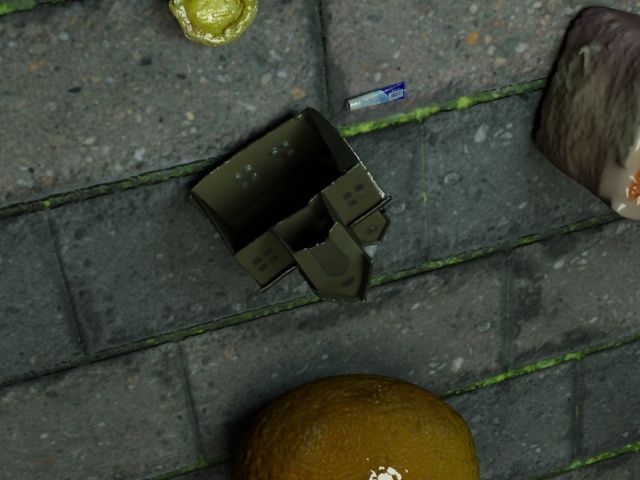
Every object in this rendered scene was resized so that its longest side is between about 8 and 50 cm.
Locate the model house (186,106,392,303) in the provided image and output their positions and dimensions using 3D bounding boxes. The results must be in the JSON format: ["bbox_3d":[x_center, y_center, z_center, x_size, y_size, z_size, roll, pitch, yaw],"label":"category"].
[{"bbox_3d":[0.000,0.000,1.395,0.211,0.204,0.243,-35,143,3],"label":"model house"}]

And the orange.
[{"bbox_3d":[0.055,0.350,1.552,0.357,0.322,0.322,-9,123,-27],"label":"orange"}]

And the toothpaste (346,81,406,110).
[{"bbox_3d":[0.073,-0.183,1.405,0.083,0.015,0.024,-18,124,-16],"label":"toothpaste"}]

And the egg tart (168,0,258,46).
[{"bbox_3d":[-0.124,-0.275,1.257,0.105,0.039,0.105,-10,123,-15],"label":"egg tart"}]

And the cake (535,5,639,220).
[{"bbox_3d":[0.469,-0.159,1.442,0.309,0.230,0.237,7,115,-23],"label":"cake"}]
